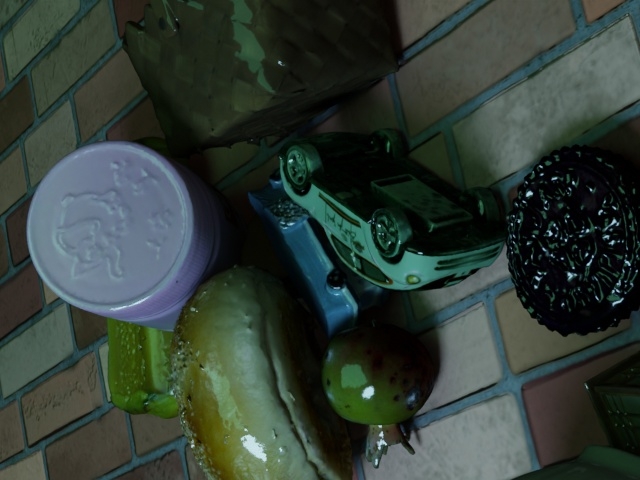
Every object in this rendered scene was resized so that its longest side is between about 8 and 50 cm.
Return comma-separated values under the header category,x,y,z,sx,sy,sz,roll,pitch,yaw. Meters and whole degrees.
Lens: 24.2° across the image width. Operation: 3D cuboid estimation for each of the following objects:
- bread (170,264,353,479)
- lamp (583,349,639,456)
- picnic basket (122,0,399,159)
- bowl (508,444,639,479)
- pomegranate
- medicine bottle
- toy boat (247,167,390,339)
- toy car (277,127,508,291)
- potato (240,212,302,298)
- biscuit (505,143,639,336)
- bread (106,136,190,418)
category,x,y,z,sx,sy,sz,roll,pitch,yaw
bread,-0.071,0.180,1.696,0.159,0.305,0.305,-22,69,14
lamp,0.345,0.139,1.212,0.089,0.090,0.325,66,160,-6
picnic basket,-0.086,-0.282,1.731,0.291,0.254,0.321,-25,81,51
bowl,0.265,0.278,1.285,0.337,0.337,0.157,11,69,53
pomegranate,0.070,0.166,1.642,0.129,0.129,0.159,-31,85,49
medicine bottle,-0.208,0.001,1.791,0.202,0.316,0.202,-1,82,8
toy boat,0.000,0.000,1.735,0.238,0.098,0.109,58,162,30
toy car,0.071,-0.026,1.629,0.306,0.136,0.125,35,129,47
potato,-0.044,0.015,1.837,0.096,0.066,0.103,-6,75,28
biscuit,0.252,0.001,1.450,0.195,0.053,0.194,-2,88,52
bread,-0.220,0.051,2.030,0.166,0.112,0.383,-15,77,50
